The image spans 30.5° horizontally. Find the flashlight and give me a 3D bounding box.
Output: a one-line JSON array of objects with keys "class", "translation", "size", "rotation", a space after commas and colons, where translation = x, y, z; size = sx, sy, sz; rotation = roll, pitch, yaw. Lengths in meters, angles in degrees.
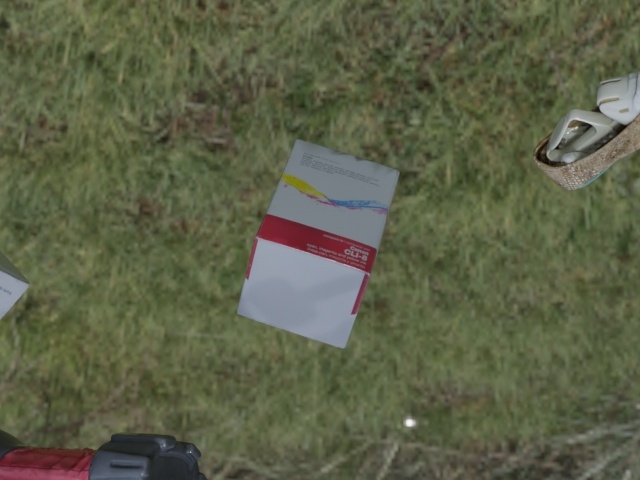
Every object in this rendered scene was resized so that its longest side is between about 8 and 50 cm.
[{"class": "flashlight", "translation": [-0.254, 0.208, 1.061], "size": [0.304, 0.103, 0.103], "rotation": [-5, 110, 33]}]

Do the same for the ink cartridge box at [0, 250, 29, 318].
[{"class": "ink cartridge box", "translation": [-0.622, 0.103, 1.555], "size": [0.384, 0.279, 0.160], "rotation": [-49, 150, -1]}]

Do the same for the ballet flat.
[{"class": "ballet flat", "translation": [0.273, -0.112, 1.100], "size": [0.067, 0.073, 0.206], "rotation": [21, 142, -20]}]

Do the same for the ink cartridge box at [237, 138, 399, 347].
[{"class": "ink cartridge box", "translation": [0.000, 0.000, 1.287], "size": [0.127, 0.176, 0.128], "rotation": [17, 135, 2]}]
